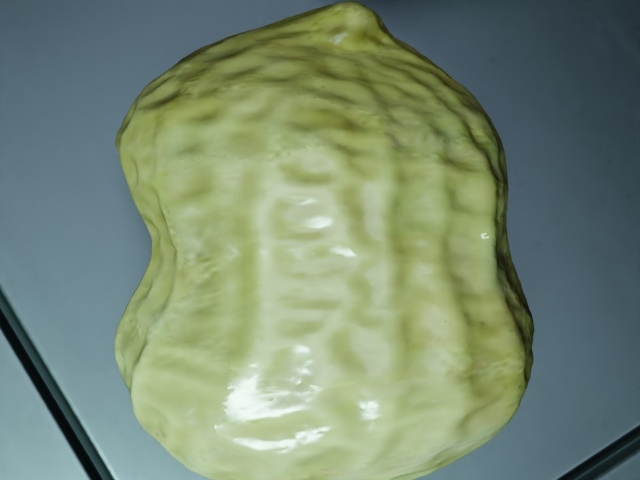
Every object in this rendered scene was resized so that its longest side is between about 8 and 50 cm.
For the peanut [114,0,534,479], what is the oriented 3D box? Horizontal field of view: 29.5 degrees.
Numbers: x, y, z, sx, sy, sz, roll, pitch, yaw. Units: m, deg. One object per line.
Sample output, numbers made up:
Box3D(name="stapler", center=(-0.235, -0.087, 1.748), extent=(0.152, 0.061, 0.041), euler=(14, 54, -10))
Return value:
Box3D(name="peanut", center=(0.000, 0.000, 0.574), extent=(0.196, 0.110, 0.233), euler=(-3, 85, -5))
